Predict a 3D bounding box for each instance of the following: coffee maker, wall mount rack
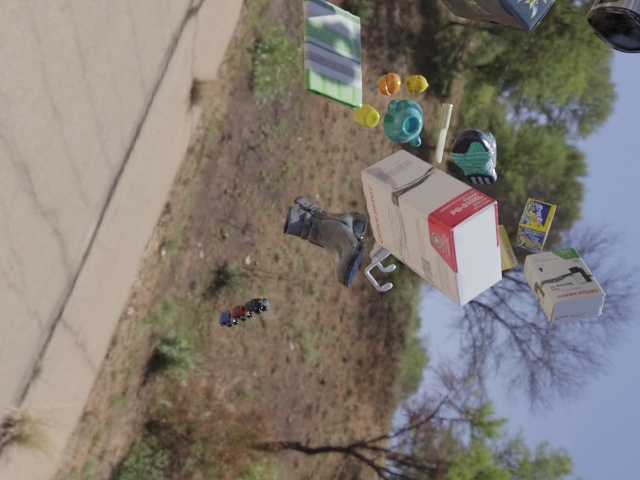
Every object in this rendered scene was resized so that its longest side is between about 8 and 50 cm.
[{"bbox_3d":[0.494,-0.369,0.980,0.120,0.171,0.178,-159,-89,-85],"label":"coffee maker"},{"bbox_3d":[0.281,0.010,2.076,0.304,0.130,0.350,-39,-174,16],"label":"wall mount rack"}]

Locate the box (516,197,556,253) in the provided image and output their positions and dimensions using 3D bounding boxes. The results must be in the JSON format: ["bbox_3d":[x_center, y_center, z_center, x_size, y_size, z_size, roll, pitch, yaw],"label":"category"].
[{"bbox_3d":[0.421,-0.026,1.322,0.059,0.054,0.169,-68,162,-9],"label":"box"}]

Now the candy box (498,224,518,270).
[{"bbox_3d":[0.399,0.038,1.673,0.206,0.027,0.105,-32,-106,62],"label":"candy box"}]

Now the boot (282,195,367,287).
[{"bbox_3d":[0.000,0.000,1.785,0.338,0.222,0.118,-78,-173,-69],"label":"boot"}]

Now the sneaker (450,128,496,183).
[{"bbox_3d":[0.315,-0.195,1.368,0.223,0.083,0.098,44,54,-65],"label":"sneaker"}]

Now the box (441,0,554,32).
[{"bbox_3d":[0.178,-0.380,0.900,0.059,0.232,0.183,-55,-146,6],"label":"box"}]

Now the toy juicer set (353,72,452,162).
[{"bbox_3d":[0.273,-0.391,2.037,0.209,0.329,0.089,-63,-152,13],"label":"toy juicer set"}]

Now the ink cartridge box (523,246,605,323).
[{"bbox_3d":[0.695,0.127,1.927,0.208,0.153,0.087,-103,-175,-50],"label":"ink cartridge box"}]

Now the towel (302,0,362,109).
[{"bbox_3d":[0.015,-0.277,0.996,0.023,0.113,0.152,-14,-109,47],"label":"towel"}]

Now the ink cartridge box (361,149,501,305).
[{"bbox_3d":[0.186,-0.028,1.145,0.237,0.100,0.172,40,-26,46],"label":"ink cartridge box"}]

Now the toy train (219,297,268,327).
[{"bbox_3d":[-0.153,0.139,1.292,0.158,0.036,0.027,-29,-127,47],"label":"toy train"}]
